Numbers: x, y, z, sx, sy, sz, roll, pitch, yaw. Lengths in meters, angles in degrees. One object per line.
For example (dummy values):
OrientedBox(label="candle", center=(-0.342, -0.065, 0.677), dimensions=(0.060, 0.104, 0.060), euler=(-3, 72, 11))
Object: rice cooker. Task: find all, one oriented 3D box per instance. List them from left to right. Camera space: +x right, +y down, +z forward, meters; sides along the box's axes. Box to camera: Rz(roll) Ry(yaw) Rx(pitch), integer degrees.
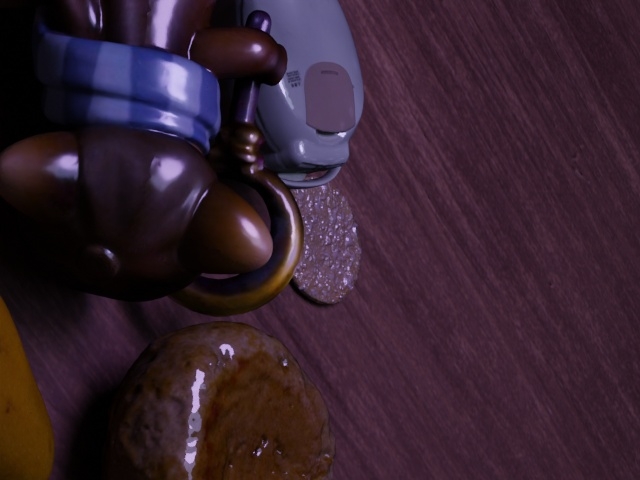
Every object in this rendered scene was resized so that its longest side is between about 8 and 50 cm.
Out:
OrientedBox(label="rice cooker", center=(-0.043, -0.144, 1.643), dimensions=(0.145, 0.127, 0.206), euler=(-2, 86, -52))

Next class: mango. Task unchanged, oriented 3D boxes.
OrientedBox(label="mango", center=(-0.259, 0.084, 1.304), dimensions=(0.253, 0.113, 0.138), euler=(52, 45, -35))

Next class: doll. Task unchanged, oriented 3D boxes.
OrientedBox(label="doll", center=(-0.136, -0.116, 1.471), dimensions=(0.318, 0.209, 0.339), euler=(11, 70, -23))

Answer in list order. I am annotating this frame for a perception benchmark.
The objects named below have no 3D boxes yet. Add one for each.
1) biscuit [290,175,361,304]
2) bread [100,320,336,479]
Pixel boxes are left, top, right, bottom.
OrientedBox(label="biscuit", center=(0.000, 0.000, 1.752), dimensions=(0.120, 0.015, 0.120), euler=(16, 69, -49))
OrientedBox(label="bread", center=(-0.085, 0.177, 1.506), dimensions=(0.230, 0.123, 0.230), euler=(12, 76, -55))
